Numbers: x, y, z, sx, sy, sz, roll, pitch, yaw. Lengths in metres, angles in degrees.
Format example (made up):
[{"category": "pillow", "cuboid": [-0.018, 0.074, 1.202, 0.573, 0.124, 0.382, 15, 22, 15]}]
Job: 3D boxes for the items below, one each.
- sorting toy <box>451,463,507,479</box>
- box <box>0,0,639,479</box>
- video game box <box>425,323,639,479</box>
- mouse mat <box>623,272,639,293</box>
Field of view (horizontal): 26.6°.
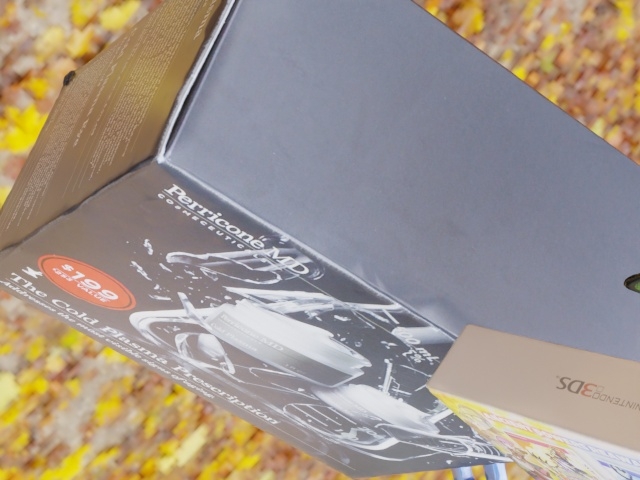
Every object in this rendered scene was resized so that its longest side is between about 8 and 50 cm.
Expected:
[{"category": "sorting toy", "cuboid": [0.133, 0.311, 1.055, 0.047, 0.196, 0.347, -19, 118, -26]}, {"category": "box", "cuboid": [0.000, 0.000, 0.889, 0.312, 0.343, 0.179, -23, -140, 56]}, {"category": "video game box", "cuboid": [0.174, 0.118, 0.632, 0.187, 0.205, 0.048, 39, 75, -28]}, {"category": "mouse mat", "cuboid": [0.252, 0.018, 0.618, 0.190, 0.007, 0.153, 12, 157, -38]}]
